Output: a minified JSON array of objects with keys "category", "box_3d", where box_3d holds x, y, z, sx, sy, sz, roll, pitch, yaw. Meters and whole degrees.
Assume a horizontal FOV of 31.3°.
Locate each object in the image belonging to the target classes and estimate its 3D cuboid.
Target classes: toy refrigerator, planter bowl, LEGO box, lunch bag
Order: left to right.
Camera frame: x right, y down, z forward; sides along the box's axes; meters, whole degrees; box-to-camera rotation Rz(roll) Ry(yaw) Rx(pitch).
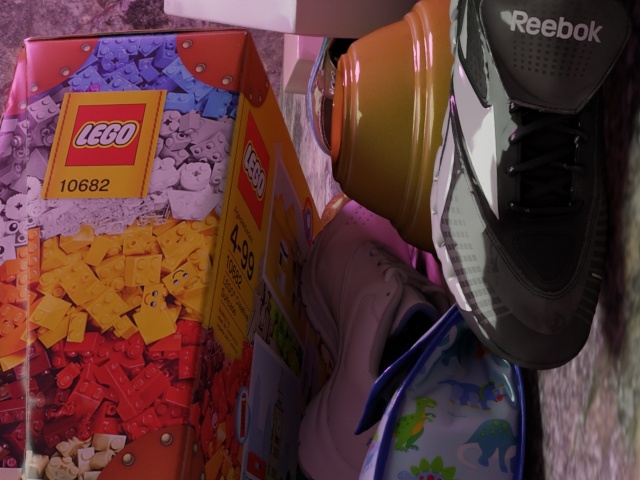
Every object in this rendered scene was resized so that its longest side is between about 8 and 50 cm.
[{"category":"LEGO box","box_3d":[-0.113,0.122,0.981,0.500,0.193,0.372,69,-156,-60]},{"category":"toy refrigerator","box_3d":[0.006,-0.340,1.565,0.102,0.094,0.269,123,149,-66]},{"category":"planter bowl","box_3d":[0.056,-0.092,0.878,0.217,0.090,0.217,-177,90,-84]},{"category":"lunch bag","box_3d":[0.069,0.116,0.660,0.129,0.096,0.151,98,-173,-66]}]

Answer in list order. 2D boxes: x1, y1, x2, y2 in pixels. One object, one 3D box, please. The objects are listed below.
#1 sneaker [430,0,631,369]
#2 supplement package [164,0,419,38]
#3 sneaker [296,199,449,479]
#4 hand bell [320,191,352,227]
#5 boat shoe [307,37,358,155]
[{"category":"sneaker","box_3d":[0.094,-0.063,0.509,0.106,0.078,0.234,100,173,-71]},{"category":"supplement package","box_3d":[-0.020,-0.284,1.010,0.203,0.149,0.194,19,109,48]},{"category":"sneaker","box_3d":[0.055,0.064,0.893,0.129,0.111,0.297,-56,24,37]},{"category":"hand bell","box_3d":[0.000,0.000,1.508,0.242,0.126,0.126,123,152,-56]},{"category":"boat shoe","box_3d":[0.025,-0.168,1.123,0.066,0.066,0.183,-113,26,-73]}]
